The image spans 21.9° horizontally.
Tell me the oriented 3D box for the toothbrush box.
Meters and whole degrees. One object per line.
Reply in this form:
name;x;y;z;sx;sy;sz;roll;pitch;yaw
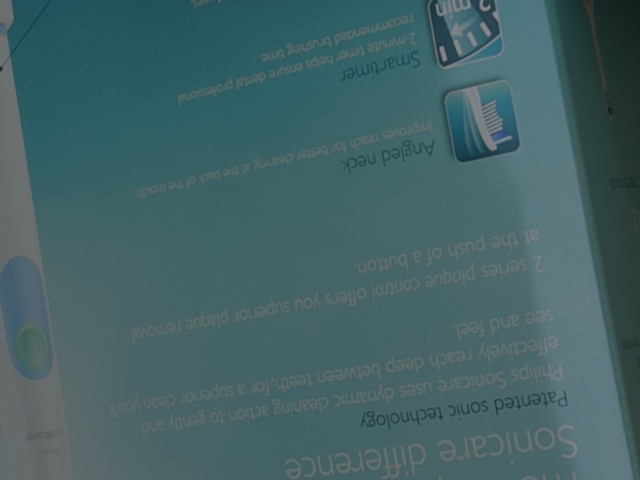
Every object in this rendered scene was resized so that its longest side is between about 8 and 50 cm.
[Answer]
toothbrush box;0.000;0.000;0.465;0.216;0.126;0.295;-13;85;32
